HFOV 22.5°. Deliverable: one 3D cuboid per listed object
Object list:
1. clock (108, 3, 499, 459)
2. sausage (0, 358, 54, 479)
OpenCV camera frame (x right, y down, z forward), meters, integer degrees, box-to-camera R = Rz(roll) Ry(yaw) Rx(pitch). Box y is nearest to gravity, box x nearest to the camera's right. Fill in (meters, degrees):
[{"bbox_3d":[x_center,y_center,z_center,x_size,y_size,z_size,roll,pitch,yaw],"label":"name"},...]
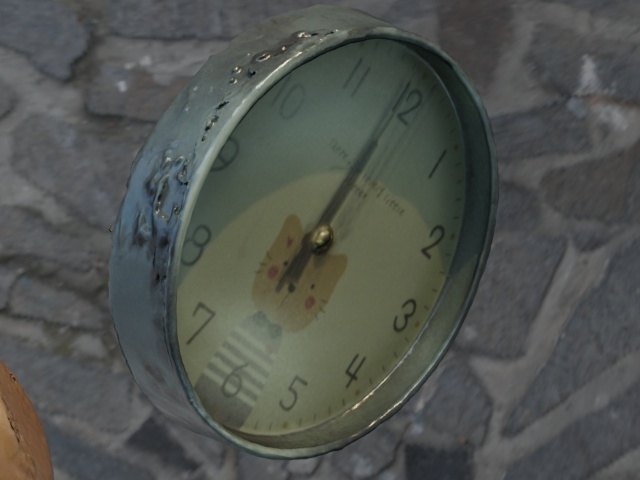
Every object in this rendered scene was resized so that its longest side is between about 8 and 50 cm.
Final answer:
[{"bbox_3d":[0.000,0.000,0.785,0.049,0.226,0.226,25,108,43],"label":"clock"},{"bbox_3d":[-0.294,0.145,1.031,0.253,0.123,0.123,-12,97,8],"label":"sausage"}]
